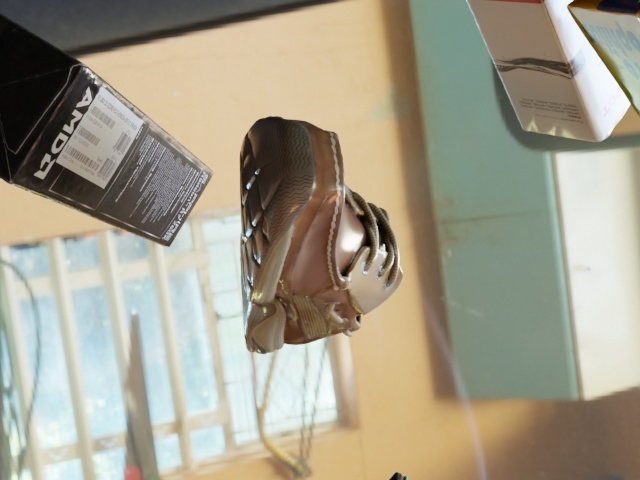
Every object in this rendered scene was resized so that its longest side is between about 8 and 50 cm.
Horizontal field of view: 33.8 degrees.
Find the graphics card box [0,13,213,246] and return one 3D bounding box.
[{"bbox_3d":[-0.234,-0.105,0.810,0.233,0.094,0.371,32,179,10],"label":"graphics card box"}]

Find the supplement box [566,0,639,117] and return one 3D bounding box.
[{"bbox_3d":[0.434,-0.234,0.911,0.356,0.195,0.194,-38,-166,5],"label":"supplement box"}]

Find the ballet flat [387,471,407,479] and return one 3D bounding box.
[{"bbox_3d":[0.083,0.470,1.528,0.096,0.280,0.095,1,146,0],"label":"ballet flat"}]

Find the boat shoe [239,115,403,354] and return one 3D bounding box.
[{"bbox_3d":[0.000,0.000,0.771,0.116,0.123,0.324,-1,163,-5],"label":"boat shoe"}]

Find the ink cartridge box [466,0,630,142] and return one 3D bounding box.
[{"bbox_3d":[0.281,-0.276,1.192,0.114,0.273,0.197,16,-120,45],"label":"ink cartridge box"}]
